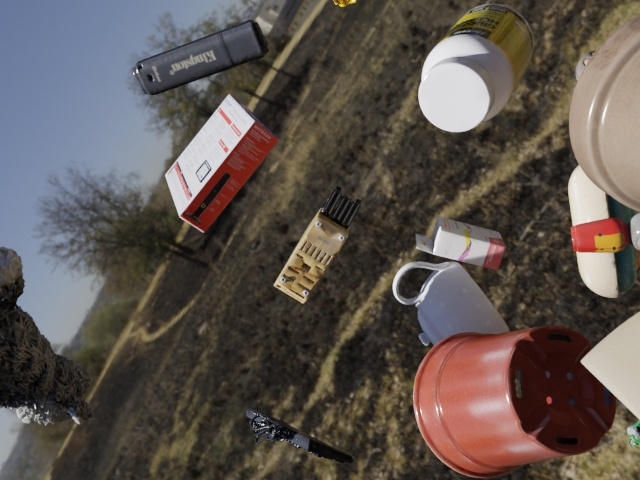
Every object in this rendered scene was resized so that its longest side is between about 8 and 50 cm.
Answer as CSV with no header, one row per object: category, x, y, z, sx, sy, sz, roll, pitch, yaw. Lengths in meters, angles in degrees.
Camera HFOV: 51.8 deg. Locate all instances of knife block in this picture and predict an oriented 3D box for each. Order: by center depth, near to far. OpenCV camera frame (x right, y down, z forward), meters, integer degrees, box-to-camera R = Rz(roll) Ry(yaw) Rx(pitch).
knife block,0.000,0.000,1.658,0.275,0.088,0.242,-58,3,10

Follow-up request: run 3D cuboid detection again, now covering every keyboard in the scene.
keyboard,-0.046,0.251,0.830,0.192,0.100,0.038,-5,58,61

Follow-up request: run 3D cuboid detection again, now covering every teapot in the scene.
teapot,0.317,0.184,1.602,0.187,0.252,0.256,-36,58,5

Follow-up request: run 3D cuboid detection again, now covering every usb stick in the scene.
usb stick,-0.238,-0.360,1.307,0.278,0.077,0.045,-15,34,14

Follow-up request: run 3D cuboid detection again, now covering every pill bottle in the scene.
pill bottle,0.324,-0.361,1.381,0.188,0.188,0.334,-50,1,43

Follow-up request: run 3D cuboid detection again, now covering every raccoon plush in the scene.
raccoon plush,-0.580,0.237,1.364,0.446,0.299,0.216,-49,36,39

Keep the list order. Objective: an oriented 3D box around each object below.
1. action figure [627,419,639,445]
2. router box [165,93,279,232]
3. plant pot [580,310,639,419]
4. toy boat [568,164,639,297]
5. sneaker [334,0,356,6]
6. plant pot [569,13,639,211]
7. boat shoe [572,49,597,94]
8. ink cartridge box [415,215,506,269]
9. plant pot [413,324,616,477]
action figure,0.791,0.465,1.561,0.063,0.137,0.232,-51,-14,-16
router box,-0.272,-0.215,1.740,0.301,0.082,0.335,-50,29,7
plant pot,0.359,0.125,0.669,0.096,0.109,0.109,-64,34,21
toy boat,0.525,-0.021,1.164,0.318,0.148,0.267,-17,-82,-68
sneaker,0.042,-0.525,1.370,0.064,0.067,0.175,-7,9,26
plant pot,0.445,-0.123,0.722,0.263,0.263,0.229,-58,15,18
boat shoe,0.606,-0.248,1.138,0.132,0.356,0.130,-85,0,-50
ink cartridge box,0.334,0.000,1.590,0.115,0.198,0.067,-73,-3,-70
plant pot,0.340,0.268,1.139,0.272,0.273,0.265,-67,8,-24
